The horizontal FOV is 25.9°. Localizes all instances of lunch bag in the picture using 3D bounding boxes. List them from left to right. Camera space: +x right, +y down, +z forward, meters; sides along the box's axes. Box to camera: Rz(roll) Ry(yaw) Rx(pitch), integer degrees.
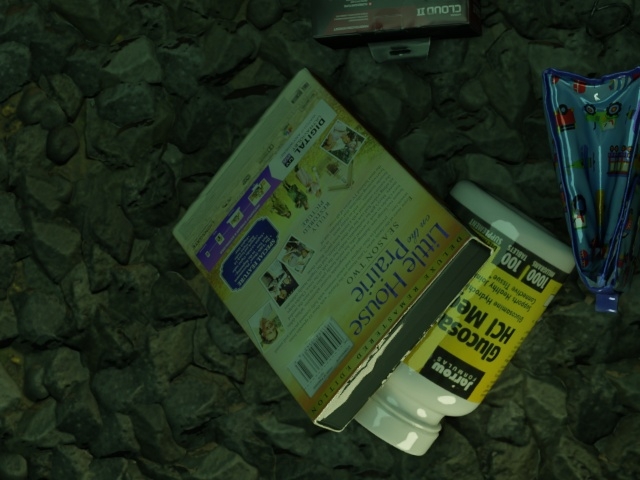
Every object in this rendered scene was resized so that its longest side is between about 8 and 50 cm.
[{"bbox_3d":[0.351,-0.056,1.741,0.138,0.221,0.293,0,89,16],"label":"lunch bag"}]

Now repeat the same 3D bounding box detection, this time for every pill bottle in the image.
[{"bbox_3d":[0.168,0.104,1.807,0.188,0.188,0.334,35,98,14],"label":"pill bottle"}]

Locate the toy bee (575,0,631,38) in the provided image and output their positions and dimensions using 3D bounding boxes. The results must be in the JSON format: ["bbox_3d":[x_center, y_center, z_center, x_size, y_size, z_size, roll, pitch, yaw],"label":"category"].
[{"bbox_3d":[0.404,-0.429,1.771,0.298,0.195,0.162,-36,55,23],"label":"toy bee"}]

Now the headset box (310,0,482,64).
[{"bbox_3d":[0.099,-0.386,1.879,0.218,0.110,0.293,-4,88,16],"label":"headset box"}]

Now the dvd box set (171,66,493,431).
[{"bbox_3d":[0.000,0.000,1.819,0.307,0.062,0.420,-51,47,10],"label":"dvd box set"}]
